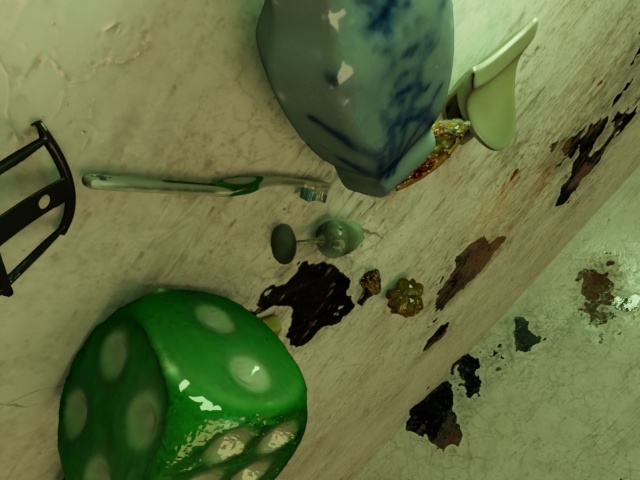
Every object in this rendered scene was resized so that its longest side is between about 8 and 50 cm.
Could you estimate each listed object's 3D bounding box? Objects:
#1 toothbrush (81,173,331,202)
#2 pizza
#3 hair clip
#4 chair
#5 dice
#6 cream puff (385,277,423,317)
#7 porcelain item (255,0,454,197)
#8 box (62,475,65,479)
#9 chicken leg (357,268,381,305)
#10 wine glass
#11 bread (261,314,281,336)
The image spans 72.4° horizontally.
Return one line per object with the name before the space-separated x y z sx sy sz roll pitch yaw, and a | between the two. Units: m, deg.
toothbrush | -0.132 -0.085 0.661 0.417 0.042 0.040 -2 116 -46
pizza | 0.185 -0.175 0.868 0.193 0.053 0.201 11 135 -37
hair clip | 0.337 -0.294 0.899 0.172 0.113 0.282 -40 141 -8
chair | -0.372 -0.006 0.410 0.260 0.141 0.155 -77 -178 -53
dice | -0.221 0.275 0.723 0.297 0.300 0.287 -52 144 11
cream puff | 0.257 0.168 1.299 0.122 0.116 0.094 -42 163 -33
porcelain item | 0.049 -0.235 0.571 0.242 0.178 0.405 -42 150 -6
box | -0.330 0.500 0.910 0.229 0.239 0.339 -52 147 16
chicken leg | 0.134 0.129 1.193 0.062 0.037 0.145 -11 138 -10
wine glass | 0.000 0.000 0.865 0.195 0.079 0.079 -6 131 -43
bread | -0.160 0.275 1.016 0.088 0.049 0.226 -8 132 -43
